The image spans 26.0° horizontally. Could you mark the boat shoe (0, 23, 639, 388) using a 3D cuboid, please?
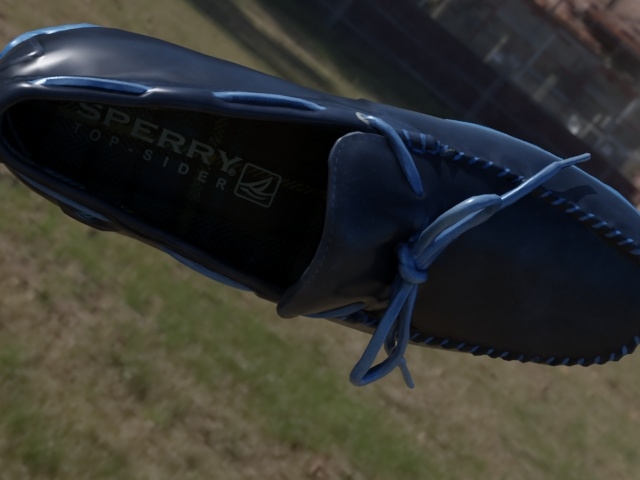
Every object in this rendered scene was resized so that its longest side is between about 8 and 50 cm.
[{"bbox_3d":[0.000,0.000,0.493,0.258,0.109,0.089,12,17,-2],"label":"boat shoe"}]
